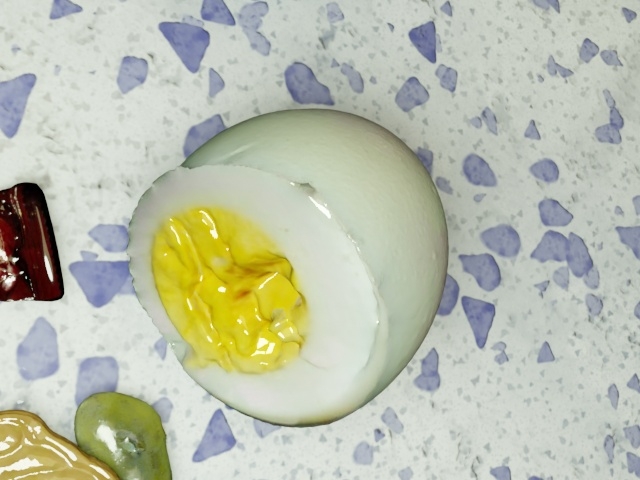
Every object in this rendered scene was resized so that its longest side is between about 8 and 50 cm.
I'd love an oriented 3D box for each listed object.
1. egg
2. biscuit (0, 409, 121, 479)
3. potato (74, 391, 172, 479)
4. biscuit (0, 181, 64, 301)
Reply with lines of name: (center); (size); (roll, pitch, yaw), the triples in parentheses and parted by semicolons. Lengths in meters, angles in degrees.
egg: (0.000, 0.000, 1.234); (0.354, 0.354, 0.340); (56, 39, -7)
biscuit: (-0.336, 0.375, 1.117); (0.312, 0.057, 0.351); (-27, 93, -13)
potato: (-0.230, 0.269, 1.208); (0.105, 0.085, 0.188); (-14, 92, -21)
biscuit: (-0.427, 0.012, 1.169); (0.235, 0.063, 0.151); (-7, 84, -23)
